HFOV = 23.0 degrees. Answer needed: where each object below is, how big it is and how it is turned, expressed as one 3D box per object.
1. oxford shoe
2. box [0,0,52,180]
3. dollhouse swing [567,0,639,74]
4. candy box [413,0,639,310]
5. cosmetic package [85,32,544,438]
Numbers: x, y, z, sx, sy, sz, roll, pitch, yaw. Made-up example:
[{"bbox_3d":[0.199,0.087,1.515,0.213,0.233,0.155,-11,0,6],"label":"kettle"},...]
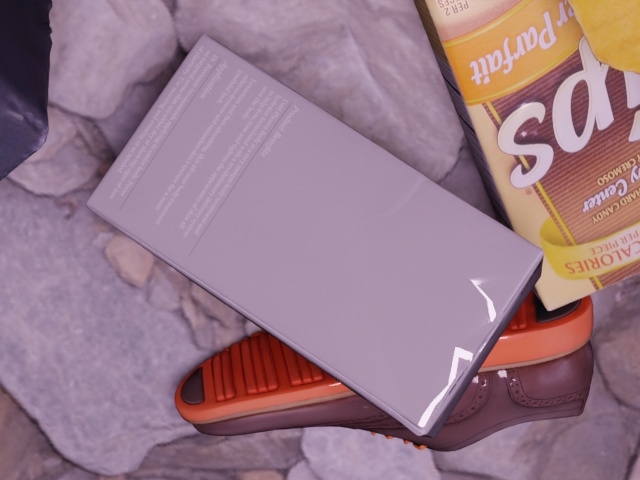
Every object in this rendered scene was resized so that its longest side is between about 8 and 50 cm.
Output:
[{"bbox_3d":[0.045,0.100,1.005,0.271,0.097,0.098,-9,117,0],"label":"oxford shoe"},{"bbox_3d":[-0.461,-0.112,0.746,0.480,0.297,0.472,-40,119,11],"label":"box"},{"bbox_3d":[0.270,-0.299,0.846,0.315,0.305,0.347,-20,111,28],"label":"dollhouse swing"},{"bbox_3d":[0.157,-0.139,0.935,0.183,0.087,0.316,-23,107,2],"label":"candy box"},{"bbox_3d":[0.000,0.000,0.908,0.238,0.107,0.127,36,87,8],"label":"cosmetic package"}]
